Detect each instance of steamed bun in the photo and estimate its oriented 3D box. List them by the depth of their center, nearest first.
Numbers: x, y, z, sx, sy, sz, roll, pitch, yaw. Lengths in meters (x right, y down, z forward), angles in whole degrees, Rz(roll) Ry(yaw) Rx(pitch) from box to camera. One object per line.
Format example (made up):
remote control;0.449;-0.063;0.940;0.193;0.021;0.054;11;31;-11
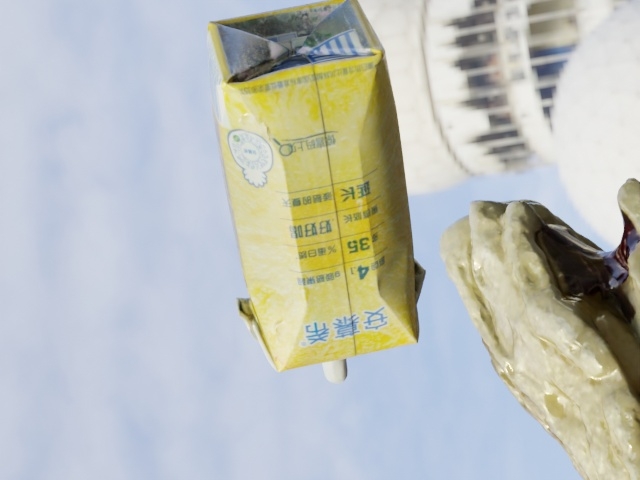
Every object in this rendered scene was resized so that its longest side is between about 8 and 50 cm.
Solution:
steamed bun;0.299;0.081;1.348;0.428;0.247;0.189;60;153;34

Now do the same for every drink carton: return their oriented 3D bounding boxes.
drink carton;0.000;0.000;0.691;0.074;0.084;0.200;-113;11;-57
